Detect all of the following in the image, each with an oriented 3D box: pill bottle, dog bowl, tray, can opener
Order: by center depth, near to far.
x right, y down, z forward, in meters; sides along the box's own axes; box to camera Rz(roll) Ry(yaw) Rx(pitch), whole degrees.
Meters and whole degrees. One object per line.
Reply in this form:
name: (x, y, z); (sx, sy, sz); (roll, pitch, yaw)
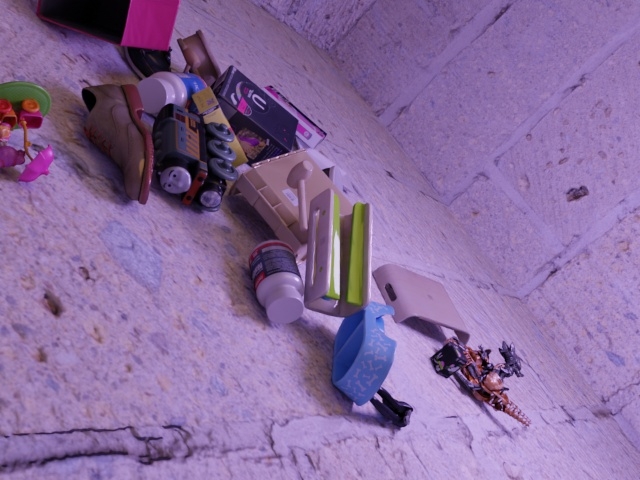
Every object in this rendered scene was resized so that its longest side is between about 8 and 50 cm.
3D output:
can opener: (0.151, 0.369, 1.548); (0.073, 0.059, 0.186); (8, -21, 32)
pill bottle: (-0.094, 0.092, 1.549); (0.108, 0.108, 0.180); (31, 24, -35)
dog bowl: (0.093, 0.238, 1.575); (0.074, 0.166, 0.297); (30, 23, -11)
pill bottle: (-0.394, -0.383, 1.857); (0.124, 0.124, 0.221); (46, 21, 2)
tray: (0.011, -0.270, 2.574); (0.270, 0.030, 0.145); (33, 23, -31)

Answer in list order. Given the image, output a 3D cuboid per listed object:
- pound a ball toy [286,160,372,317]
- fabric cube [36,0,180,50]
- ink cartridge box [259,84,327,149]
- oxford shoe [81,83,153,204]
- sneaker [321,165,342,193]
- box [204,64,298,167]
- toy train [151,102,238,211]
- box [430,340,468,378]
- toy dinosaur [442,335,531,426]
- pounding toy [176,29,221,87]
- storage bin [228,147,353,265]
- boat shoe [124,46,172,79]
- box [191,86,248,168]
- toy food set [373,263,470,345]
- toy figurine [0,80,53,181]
pound a ball toy: (0.000, 0.000, 1.631); (0.208, 0.136, 0.319); (18, 58, -28)
fabric cube: (-0.529, -0.657, 1.818); (0.254, 0.259, 0.258); (22, 17, 11)
ink cartridge box: (-0.139, -0.485, 2.608); (0.371, 0.069, 0.176); (38, 15, -4)
oxford shoe: (-0.437, -0.207, 1.496); (0.130, 0.123, 0.348); (-1, 45, -28)
sneaker: (-0.019, -0.076, 2.060); (0.104, 0.147, 0.295); (47, 42, -56)
box: (-0.215, -0.352, 2.067); (0.270, 0.143, 0.165); (37, 40, -25)
toy train: (-0.308, -0.200, 1.676); (0.190, 0.142, 0.334); (21, 31, -25)
box: (0.368, 0.342, 2.014); (0.052, 0.083, 0.062); (31, 25, -35)
toy dinosaur: (0.496, 0.419, 2.098); (0.218, 0.164, 0.321); (-20, 85, -53)
pounding toy: (-0.391, -0.522, 2.104); (0.154, 0.155, 0.269); (62, -8, 13)
storage bin: (-0.065, -0.087, 1.844); (0.262, 0.123, 0.260); (50, 41, 12)
boat shoe: (-0.487, -0.561, 2.030); (0.127, 0.113, 0.340); (25, 28, -44)
box: (-0.269, -0.299, 1.896); (0.087, 0.058, 0.232); (61, -3, 38)
toy food set: (0.315, 0.208, 2.192); (0.306, 0.092, 0.219); (21, 31, -33)
toy figurine: (-0.537, -0.175, 1.220); (0.173, 0.130, 0.159); (-7, 63, -39)
